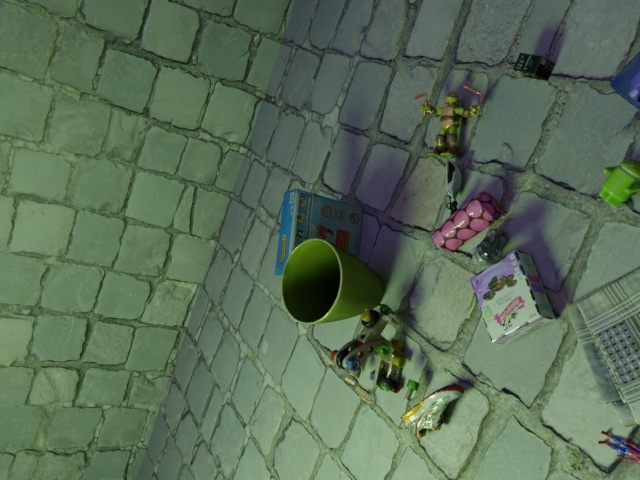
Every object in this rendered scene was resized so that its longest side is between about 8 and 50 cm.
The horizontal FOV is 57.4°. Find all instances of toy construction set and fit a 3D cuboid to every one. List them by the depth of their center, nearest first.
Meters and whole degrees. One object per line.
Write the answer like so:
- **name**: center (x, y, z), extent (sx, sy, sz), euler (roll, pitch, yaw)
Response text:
- **toy construction set**: center (0.176, 0.333, 1.868), extent (0.237, 0.257, 0.309), euler (-64, 9, -13)

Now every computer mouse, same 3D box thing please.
- **computer mouse**: center (0.408, -0.161, 1.772), extent (0.042, 0.106, 0.193), euler (-7, 63, 21)

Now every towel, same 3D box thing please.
- **towel**: center (0.705, 0.202, 1.239), extent (0.324, 0.056, 0.312), euler (-45, 46, 39)

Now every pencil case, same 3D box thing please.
- **pencil case**: center (0.427, -0.046, 1.693), extent (0.209, 0.098, 0.095), euler (-43, 30, 44)

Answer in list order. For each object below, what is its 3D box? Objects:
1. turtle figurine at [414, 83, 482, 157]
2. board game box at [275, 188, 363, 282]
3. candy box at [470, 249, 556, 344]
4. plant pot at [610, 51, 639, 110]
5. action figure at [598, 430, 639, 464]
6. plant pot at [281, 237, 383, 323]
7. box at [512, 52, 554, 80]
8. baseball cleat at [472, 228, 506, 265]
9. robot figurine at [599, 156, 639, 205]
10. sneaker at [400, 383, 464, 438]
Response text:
- **turtle figurine**: center (0.398, -0.375, 1.848), extent (0.269, 0.087, 0.217), euler (15, 99, 47)
- **board game box**: center (0.000, 0.000, 2.104), extent (0.086, 0.302, 0.308), euler (-9, 71, 54)
- **candy box**: center (0.501, 0.151, 1.535), extent (0.165, 0.070, 0.196), euler (-42, 46, 40)
- **plant pot**: center (0.776, -0.309, 1.162), extent (0.236, 0.236, 0.212), euler (-51, 49, 33)
- **action figure**: center (0.656, 0.450, 1.254), extent (0.115, 0.030, 0.038), euler (18, 89, 54)
- **plant pot**: center (0.069, 0.152, 1.944), extent (0.275, 0.293, 0.275), euler (-13, 71, 43)
- **box**: center (0.592, -0.483, 1.623), extent (0.083, 0.062, 0.052), euler (39, 112, 53)
- **baseball cleat**: center (0.448, 0.040, 1.575), extent (0.072, 0.206, 0.109), euler (38, 125, 14)
- **robot figurine**: center (0.701, -0.137, 1.347), extent (0.115, 0.067, 0.101), euler (-57, 27, 27)
- **sneaker**: center (0.334, 0.487, 1.673), extent (0.225, 0.088, 0.093), euler (-51, 62, 33)
